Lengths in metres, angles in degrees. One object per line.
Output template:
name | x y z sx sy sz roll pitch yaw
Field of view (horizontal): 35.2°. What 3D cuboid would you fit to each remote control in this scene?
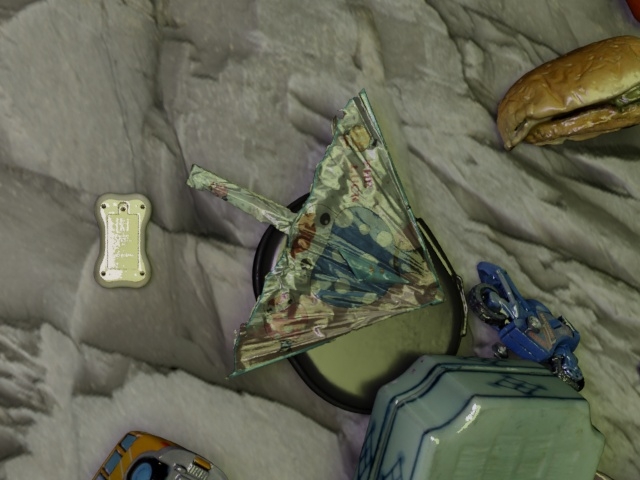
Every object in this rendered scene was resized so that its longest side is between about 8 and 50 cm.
remote control | -0.251 0.000 1.280 0.074 0.032 0.122 2 86 -13

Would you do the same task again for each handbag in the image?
handbag | 0.053 0.074 1.317 0.253 0.093 0.308 -34 94 -14

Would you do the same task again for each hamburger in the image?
hamburger | 0.346 -0.206 1.379 0.207 0.155 0.135 -12 85 -6

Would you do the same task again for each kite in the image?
kite | 0.000 0.000 1.253 0.368 0.014 0.406 26 80 -11

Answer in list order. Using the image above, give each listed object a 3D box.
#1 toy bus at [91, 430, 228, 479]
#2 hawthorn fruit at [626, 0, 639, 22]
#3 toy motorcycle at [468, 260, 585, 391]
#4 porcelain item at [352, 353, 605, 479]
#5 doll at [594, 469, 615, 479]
toy bus | -0.223 0.333 1.212 0.126 0.136 0.209 40 78 -39
hawthorn fruit | 0.496 -0.361 1.434 0.125 0.140 0.125 -9 122 -15
toy motorcycle | 0.284 0.118 1.367 0.205 0.114 0.076 40 123 -5
porcelain item | 0.190 0.289 1.259 0.281 0.157 0.286 6 106 -27
doll | 0.396 0.505 1.317 0.215 0.226 0.370 12 72 18
